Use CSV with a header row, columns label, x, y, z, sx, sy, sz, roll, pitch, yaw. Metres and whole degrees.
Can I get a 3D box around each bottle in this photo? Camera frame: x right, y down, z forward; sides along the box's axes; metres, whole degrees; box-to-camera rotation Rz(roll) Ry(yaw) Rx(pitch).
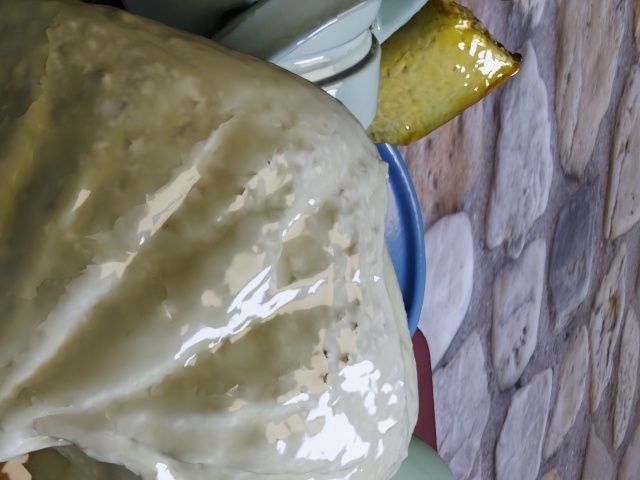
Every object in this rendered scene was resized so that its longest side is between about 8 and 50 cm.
label,x,y,z,sx,sy,sz,roll,pitch,yaw
bottle,-0.041,-0.187,0.821,0.229,0.229,0.351,-41,136,-48

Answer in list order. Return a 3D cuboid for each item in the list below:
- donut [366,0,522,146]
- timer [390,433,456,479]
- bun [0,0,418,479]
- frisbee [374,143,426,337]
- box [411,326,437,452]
label,x,y,z,sx,sy,sz,roll,pitch,yaw
donut,0.037,-0.168,1.021,0.152,0.259,0.101,-46,137,12
timer,-0.094,0.195,0.898,0.315,0.291,0.290,42,62,-33
bun,-0.121,0.060,0.610,0.349,0.353,0.227,49,38,-31
frisbee,-0.004,0.000,1.108,0.290,0.049,0.289,13,72,-48
box,0.034,0.260,1.266,0.263,0.108,0.403,-46,140,-44
